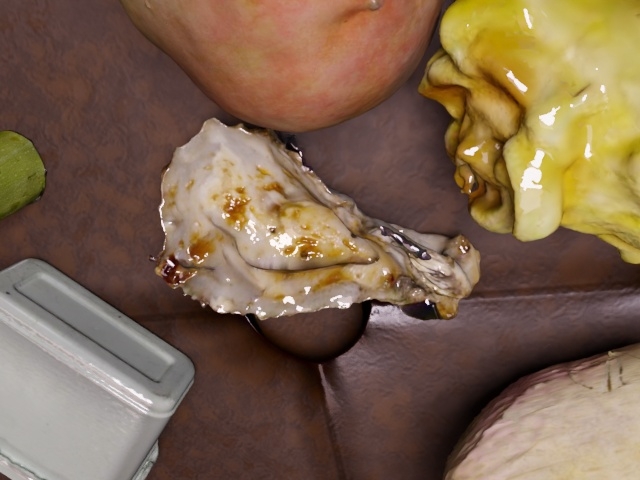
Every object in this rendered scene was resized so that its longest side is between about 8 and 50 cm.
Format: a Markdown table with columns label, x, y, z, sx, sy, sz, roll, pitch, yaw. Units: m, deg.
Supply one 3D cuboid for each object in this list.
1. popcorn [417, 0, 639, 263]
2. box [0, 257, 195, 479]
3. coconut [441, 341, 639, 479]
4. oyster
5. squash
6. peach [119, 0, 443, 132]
| label | x | y | z | sx | sy | sz | roll | pitch | yaw |
| --- | --- | --- | --- | --- | --- | --- | --- | --- | --- |
| popcorn | 0.200 | -0.120 | 0.445 | 0.252 | 0.286 | 0.215 | -8 | 157 | -20 |
| box | -0.317 | 0.172 | 0.747 | 0.312 | 0.175 | 0.182 | 35 | 107 | -4 |
| coconut | 0.268 | 0.316 | 0.557 | 0.405 | 0.404 | 0.404 | 5 | 114 | 11 |
| oyster | 0.002 | -0.008 | 0.612 | 0.337 | 0.133 | 0.197 | 15 | 113 | 3 |
| squash | -0.390 | -0.049 | 0.651 | 0.095 | 0.188 | 0.095 | 5 | 116 | 9 |
| peach | -0.033 | -0.216 | 0.440 | 0.248 | 0.292 | 0.292 | -21 | 107 | 2 |
